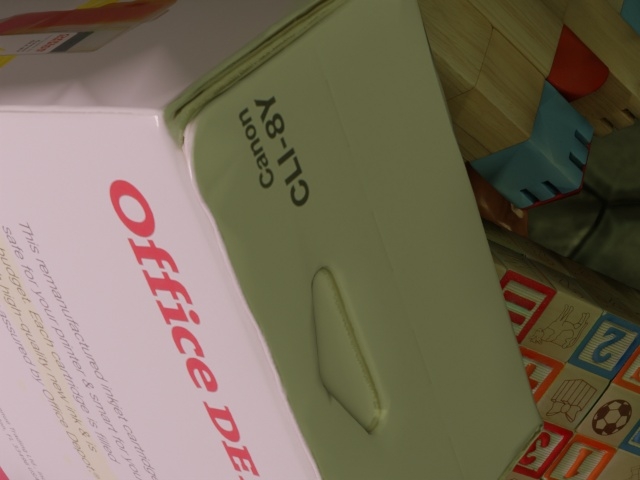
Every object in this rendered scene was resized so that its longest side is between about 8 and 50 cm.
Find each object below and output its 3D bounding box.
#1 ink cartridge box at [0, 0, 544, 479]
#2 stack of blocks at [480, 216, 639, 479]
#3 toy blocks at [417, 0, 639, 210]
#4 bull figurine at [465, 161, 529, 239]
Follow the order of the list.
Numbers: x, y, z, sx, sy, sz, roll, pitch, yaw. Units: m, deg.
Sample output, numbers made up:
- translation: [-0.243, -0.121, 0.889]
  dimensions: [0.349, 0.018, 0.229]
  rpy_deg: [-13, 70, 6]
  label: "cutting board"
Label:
- translation: [-0.103, 0.014, 0.667]
  dimensions: [0.160, 0.384, 0.279]
  rpy_deg: [-42, 124, -35]
  label: "ink cartridge box"
- translation: [0.139, 0.099, 0.839]
  dimensions: [0.297, 0.087, 0.171]
  rpy_deg: [22, 110, -30]
  label: "stack of blocks"
- translation: [0.120, -0.166, 0.798]
  dimensions: [0.261, 0.190, 0.381]
  rpy_deg: [39, 53, -26]
  label: "toy blocks"
- translation: [0.000, 0.000, 0.875]
  dimensions: [0.310, 0.101, 0.188]
  rpy_deg: [-24, 100, -1]
  label: "bull figurine"
